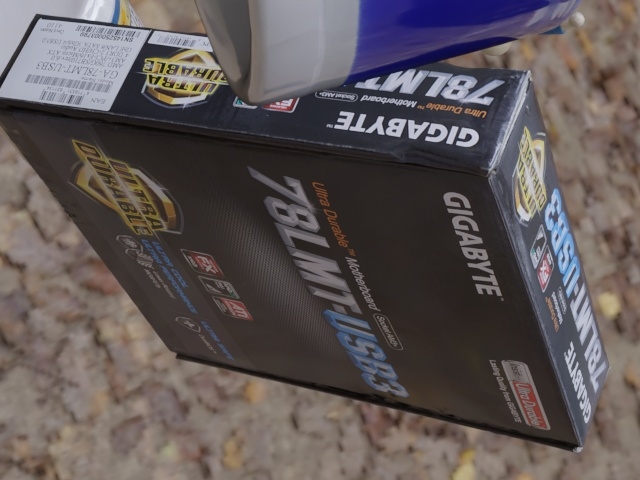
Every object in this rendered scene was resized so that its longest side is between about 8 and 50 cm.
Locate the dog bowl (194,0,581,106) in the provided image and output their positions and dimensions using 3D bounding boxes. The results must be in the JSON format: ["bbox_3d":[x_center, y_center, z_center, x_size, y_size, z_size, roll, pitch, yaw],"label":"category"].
[{"bbox_3d":[-0.003,-0.181,0.504,0.104,0.265,0.265,-13,79,-8],"label":"dog bowl"}]

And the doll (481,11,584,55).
[{"bbox_3d":[0.217,-0.255,1.607,0.129,0.189,0.046,50,25,21],"label":"doll"}]

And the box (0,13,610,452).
[{"bbox_3d":[0.000,0.000,0.942,0.073,0.293,0.295,-65,152,-25],"label":"box"}]

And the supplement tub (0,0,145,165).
[{"bbox_3d":[-0.202,-0.135,1.313,0.199,0.144,0.144,59,29,-59],"label":"supplement tub"}]
